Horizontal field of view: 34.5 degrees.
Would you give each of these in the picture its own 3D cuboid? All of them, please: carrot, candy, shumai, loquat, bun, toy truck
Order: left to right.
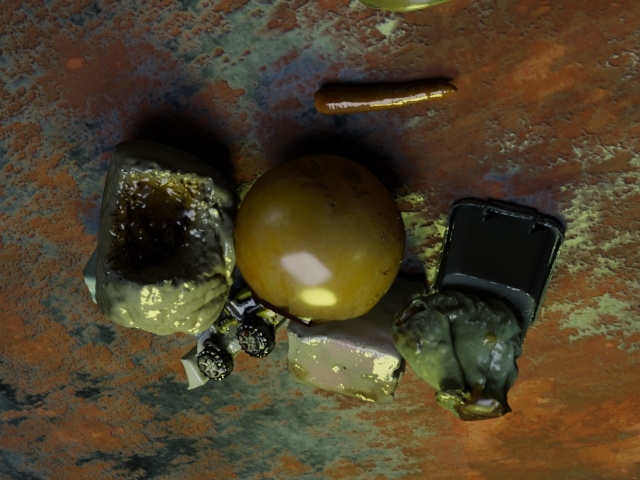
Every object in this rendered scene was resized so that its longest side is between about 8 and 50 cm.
[{"bbox_3d":[-0.209,0.000,1.455,0.204,0.282,0.281,8,142,-18],"label":"bun"},{"bbox_3d":[-0.132,0.140,1.657,0.111,0.136,0.286,52,131,-2],"label":"toy truck"},{"bbox_3d":[0.000,0.000,1.372,0.235,0.235,0.235,12,138,11],"label":"loquat"},{"bbox_3d":[0.054,0.130,1.536,0.195,0.185,0.137,13,134,15],"label":"candy"},{"bbox_3d":[0.081,-0.182,1.293,0.190,0.037,0.037,-2,134,20],"label":"carrot"},{"bbox_3d":[0.169,0.165,1.342,0.184,0.142,0.184,11,137,10],"label":"shumai"}]

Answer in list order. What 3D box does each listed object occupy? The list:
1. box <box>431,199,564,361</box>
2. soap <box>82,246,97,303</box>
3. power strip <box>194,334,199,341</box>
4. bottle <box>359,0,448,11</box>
[{"bbox_3d":[0.231,0.076,1.427,0.163,0.135,0.243,16,139,8],"label":"box"},{"bbox_3d":[-0.263,0.055,1.624,0.198,0.119,0.067,10,136,12],"label":"soap"},{"bbox_3d":[-0.195,0.174,1.782,0.016,0.040,0.090,-17,129,13],"label":"power strip"},{"bbox_3d":[0.057,-0.406,0.962,0.171,0.172,0.351,-4,131,26],"label":"bottle"}]
